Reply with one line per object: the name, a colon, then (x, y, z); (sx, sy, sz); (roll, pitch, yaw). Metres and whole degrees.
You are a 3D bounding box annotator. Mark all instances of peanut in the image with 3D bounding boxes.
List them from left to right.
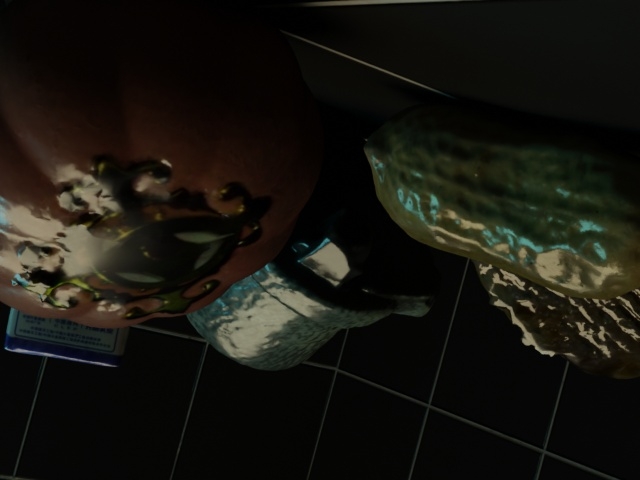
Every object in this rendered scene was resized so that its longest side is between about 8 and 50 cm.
peanut: (0.184, -0.036, 1.148); (0.291, 0.143, 0.159); (17, 170, 26)

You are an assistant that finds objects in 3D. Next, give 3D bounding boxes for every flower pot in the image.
flower pot: (0.000, 0.000, 1.527); (0.299, 0.299, 0.283); (16, 140, -29)

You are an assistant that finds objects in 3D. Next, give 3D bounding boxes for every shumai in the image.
shumai: (0.317, -0.014, 1.427); (0.346, 0.217, 0.283); (28, -150, -7)

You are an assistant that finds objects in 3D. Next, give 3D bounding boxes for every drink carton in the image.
drink carton: (-0.201, -0.052, 1.149); (0.106, 0.315, 0.130); (12, 180, -11)

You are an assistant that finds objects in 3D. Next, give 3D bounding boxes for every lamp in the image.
lamp: (-0.152, -0.078, 0.966); (0.305, 0.305, 0.240); (16, -137, -38)

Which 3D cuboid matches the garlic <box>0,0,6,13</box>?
garlic: (-0.420, -0.220, 1.147); (0.237, 0.210, 0.292); (55, 164, -27)
